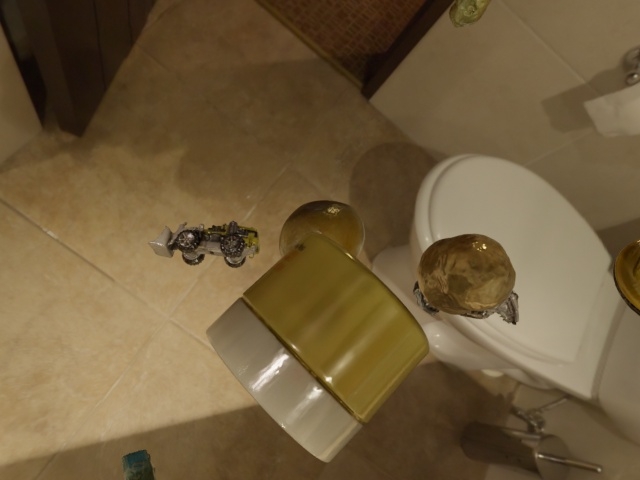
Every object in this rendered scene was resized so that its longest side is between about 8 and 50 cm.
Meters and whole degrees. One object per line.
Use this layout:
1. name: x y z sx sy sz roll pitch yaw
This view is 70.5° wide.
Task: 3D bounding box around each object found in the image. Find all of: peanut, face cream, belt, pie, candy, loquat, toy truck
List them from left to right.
1. belt: -0.405 0.575 1.032 0.072 0.302 0.087 -16 102 -24
2. toy truck: -0.306 0.004 1.224 0.286 0.136 0.111 5 69 -4
3. face cream: -0.002 0.125 0.569 0.179 0.218 0.218 -44 94 -11
4. loquat: 0.000 0.000 0.832 0.152 0.152 0.195 59 35 2
5. peanut: 0.220 0.053 0.708 0.129 0.224 0.129 0 79 -2
6. candy: 0.311 0.131 0.971 0.226 0.094 0.051 9 26 11
7. pie: 0.339 -0.552 0.861 0.071 0.306 0.306 27 67 3

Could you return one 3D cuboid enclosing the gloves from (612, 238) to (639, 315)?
1. gloves: 0.360 -0.034 0.381 0.133 0.294 0.116 15 60 22
